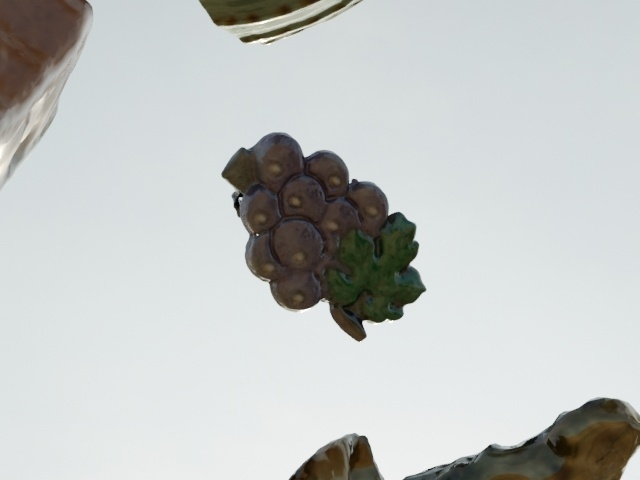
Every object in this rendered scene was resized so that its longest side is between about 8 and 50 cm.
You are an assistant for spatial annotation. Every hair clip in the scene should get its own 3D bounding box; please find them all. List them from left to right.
[{"bbox_3d":[0.000,-0.001,1.127,0.195,0.052,0.124,36,-95,-16],"label":"hair clip"}]

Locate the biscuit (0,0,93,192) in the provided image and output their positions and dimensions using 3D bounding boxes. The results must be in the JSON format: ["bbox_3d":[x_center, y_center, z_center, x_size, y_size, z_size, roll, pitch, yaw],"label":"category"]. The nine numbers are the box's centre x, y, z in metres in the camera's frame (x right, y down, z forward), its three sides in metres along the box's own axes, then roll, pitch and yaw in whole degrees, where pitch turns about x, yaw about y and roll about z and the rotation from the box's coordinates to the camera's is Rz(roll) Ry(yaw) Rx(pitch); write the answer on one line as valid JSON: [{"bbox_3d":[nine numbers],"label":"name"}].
[{"bbox_3d":[-0.140,0.048,0.307,0.047,0.334,0.202,39,-67,-9],"label":"biscuit"}]

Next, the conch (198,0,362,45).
[{"bbox_3d":[-0.010,-0.318,1.135,0.215,0.319,0.303,-7,-81,27],"label":"conch"}]

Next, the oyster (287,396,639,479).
[{"bbox_3d":[-0.041,0.180,0.450,0.096,0.221,0.361,43,-72,2],"label":"oyster"}]
